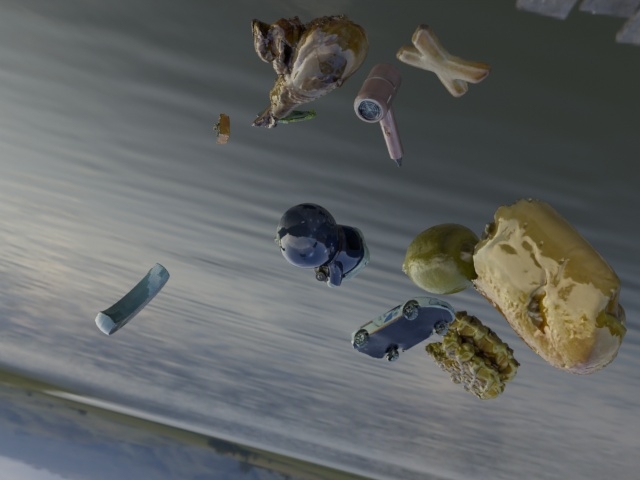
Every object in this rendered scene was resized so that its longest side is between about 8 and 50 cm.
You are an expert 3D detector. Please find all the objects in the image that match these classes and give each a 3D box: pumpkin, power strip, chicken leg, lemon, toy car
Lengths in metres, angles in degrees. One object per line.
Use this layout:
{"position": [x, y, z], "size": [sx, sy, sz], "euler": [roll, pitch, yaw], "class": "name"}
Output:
{"position": [-0.325, -0.367, 2.323], "size": [0.053, 0.083, 0.074], "euler": [5, 157, -15], "class": "pumpkin"}
{"position": [-0.492, 0.156, 1.865], "size": [0.054, 0.253, 0.167], "euler": [44, 140, -1], "class": "power strip"}
{"position": [-0.083, -0.457, 1.853], "size": [0.295, 0.182, 0.409], "euler": [27, 131, -25], "class": "chicken leg"}
{"position": [0.316, 0.050, 1.829], "size": [0.184, 0.184, 0.248], "euler": [26, 155, -33], "class": "lemon"}
{"position": [0.145, 0.152, 1.245], "size": [0.095, 0.056, 0.205], "euler": [30, 129, -33], "class": "toy car"}

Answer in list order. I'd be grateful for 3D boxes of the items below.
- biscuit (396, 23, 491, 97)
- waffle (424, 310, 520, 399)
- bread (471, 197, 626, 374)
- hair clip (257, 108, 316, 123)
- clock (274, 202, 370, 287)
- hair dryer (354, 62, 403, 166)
{"position": [0.300, -0.440, 1.758], "size": [0.208, 0.047, 0.164], "euler": [31, 163, -9], "class": "biscuit"}
{"position": [0.442, 0.339, 2.085], "size": [0.261, 0.151, 0.324], "euler": [41, 169, 8], "class": "waffle"}
{"position": [0.529, 0.125, 1.632], "size": [0.394, 0.250, 0.361], "euler": [55, -173, 28], "class": "bread"}
{"position": [-0.100, -0.392, 2.193], "size": [0.188, 0.060, 0.033], "euler": [7, 140, 19], "class": "hair clip"}
{"position": [0.000, 0.000, 1.684], "size": [0.146, 0.200, 0.243], "euler": [-28, 149, 31], "class": "clock"}
{"position": [0.211, -0.357, 2.206], "size": [0.106, 0.189, 0.344], "euler": [0, 134, 27], "class": "hair dryer"}
